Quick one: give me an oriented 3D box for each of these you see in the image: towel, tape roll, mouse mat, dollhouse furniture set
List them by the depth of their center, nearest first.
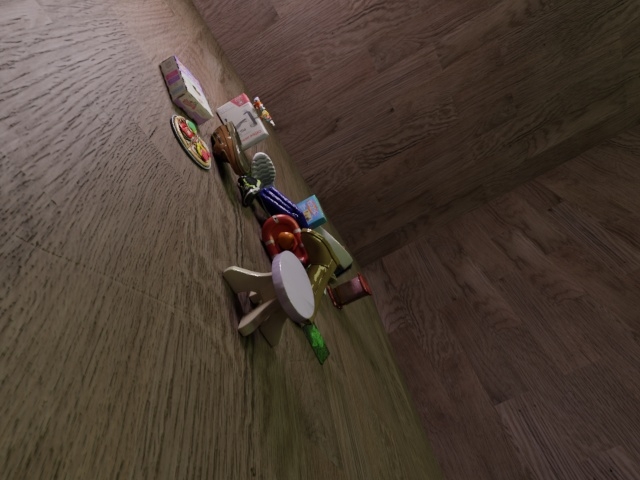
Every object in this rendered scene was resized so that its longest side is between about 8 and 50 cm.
[{"bbox_3d":[-0.014,0.377,1.600,0.152,0.007,0.190,62,7,5],"label":"mouse mat"},{"bbox_3d":[-0.127,-0.096,1.803,0.228,0.076,0.308,34,-14,21],"label":"towel"},{"bbox_3d":[0.000,0.000,2.219,0.392,0.072,0.392,42,-6,5],"label":"tape roll"},{"bbox_3d":[0.112,0.174,2.361,0.373,0.202,0.152,66,9,24],"label":"dollhouse furniture set"}]

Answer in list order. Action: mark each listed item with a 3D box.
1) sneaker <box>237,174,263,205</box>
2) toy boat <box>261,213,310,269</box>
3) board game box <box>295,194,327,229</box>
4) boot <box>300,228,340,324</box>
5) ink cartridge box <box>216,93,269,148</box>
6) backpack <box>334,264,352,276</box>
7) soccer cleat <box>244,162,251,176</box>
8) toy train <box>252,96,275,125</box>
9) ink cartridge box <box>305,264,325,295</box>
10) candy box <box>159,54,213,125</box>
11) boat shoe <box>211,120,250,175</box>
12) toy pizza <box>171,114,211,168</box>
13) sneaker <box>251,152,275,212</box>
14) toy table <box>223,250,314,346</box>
[{"bbox_3d":[-0.293,-0.206,1.685,0.097,0.084,0.234,35,14,-12],"label":"sneaker"},{"bbox_3d":[-0.127,0.006,1.572,0.230,0.151,0.151,63,-12,15],"label":"toy boat"},{"bbox_3d":[-0.090,-0.106,2.032,0.047,0.211,0.160,52,13,-49],"label":"board game box"},{"bbox_3d":[-0.041,0.126,1.501,0.236,0.089,0.269,49,56,-34],"label":"boot"},{"bbox_3d":[-0.368,-0.556,2.017,0.217,0.159,0.092,60,5,-5],"label":"ink cartridge box"},{"bbox_3d":[0.089,0.126,2.591,0.173,0.158,0.117,52,-4,23],"label":"backpack"},{"bbox_3d":[-0.324,-0.313,1.868,0.072,0.060,0.179,49,2,14],"label":"soccer cleat"},{"bbox_3d":[-0.284,-0.615,2.031,0.166,0.046,0.125,54,8,-46],"label":"toy train"},{"bbox_3d":[-0.052,0.153,1.915,0.209,0.062,0.109,59,9,-15],"label":"ink cartridge box"},{"bbox_3d":[-0.490,-0.547,1.557,0.196,0.070,0.165,64,8,24],"label":"candy box"},{"bbox_3d":[-0.348,-0.335,1.622,0.307,0.105,0.110,-113,179,-45],"label":"boat shoe"},{"bbox_3d":[-0.417,-0.329,1.404,0.201,0.032,0.201,59,9,-15],"label":"toy pizza"},{"bbox_3d":[-0.256,-0.256,1.873,0.115,0.105,0.280,-133,-150,-52],"label":"sneaker"},{"bbox_3d":[-0.126,0.150,1.138,0.252,0.161,0.274,61,9,-4],"label":"toy table"}]
